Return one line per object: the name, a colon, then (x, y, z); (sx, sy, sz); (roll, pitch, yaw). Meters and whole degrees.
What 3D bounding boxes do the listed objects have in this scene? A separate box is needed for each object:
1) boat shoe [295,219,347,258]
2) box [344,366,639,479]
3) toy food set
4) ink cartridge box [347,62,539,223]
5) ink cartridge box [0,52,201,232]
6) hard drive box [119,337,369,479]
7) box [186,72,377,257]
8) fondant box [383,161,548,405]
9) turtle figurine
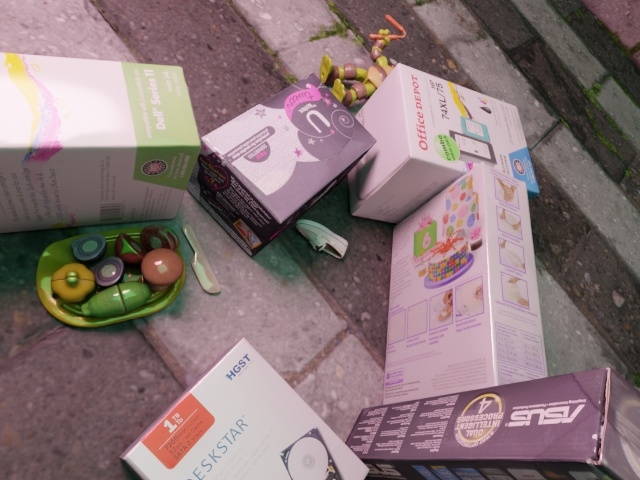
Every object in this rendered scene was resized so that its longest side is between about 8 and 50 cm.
boat shoe: (0.000, 0.000, 0.722); (0.100, 0.035, 0.035); (30, 58, -22)
box: (0.245, 0.300, 0.488); (0.318, 0.395, 0.097); (42, 54, -5)
toy food set: (-0.242, 0.030, 0.560); (0.218, 0.071, 0.128); (-13, 74, -31)
ink cartridge box: (0.209, -0.149, 0.797); (0.270, 0.197, 0.198); (9, 63, -23)
ink cartridge box: (-0.339, -0.099, 0.488); (0.353, 0.207, 0.119); (-8, 72, -30)
hard drive box: (-0.086, 0.269, 0.519); (0.232, 0.089, 0.181); (46, 55, -1)
box: (-0.059, -0.125, 0.683); (0.163, 0.142, 0.247); (47, 55, -1)
fondant box: (0.204, 0.084, 0.662); (0.096, 0.238, 0.330); (18, 61, -19)
turtle figurine: (0.110, -0.346, 0.907); (0.217, 0.087, 0.269); (-12, 82, -23)
